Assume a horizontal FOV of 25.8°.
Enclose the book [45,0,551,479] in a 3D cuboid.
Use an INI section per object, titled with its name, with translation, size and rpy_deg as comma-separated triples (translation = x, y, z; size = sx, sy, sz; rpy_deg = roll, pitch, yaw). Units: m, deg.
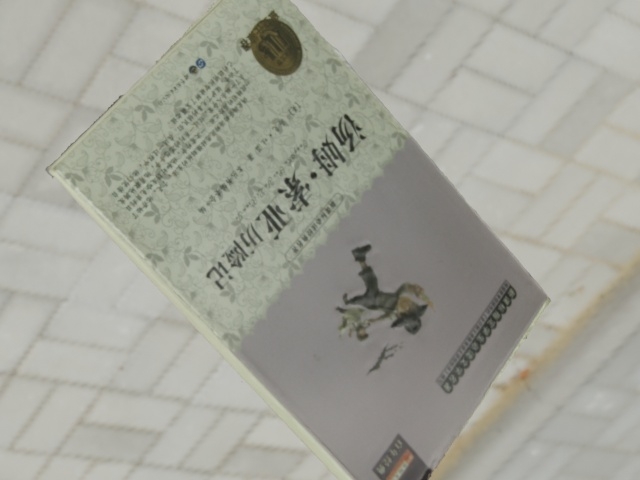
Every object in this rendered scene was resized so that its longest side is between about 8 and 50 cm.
[book]
translation = 0.000, 0.000, 0.520
size = 0.181, 0.127, 0.014
rpy_deg = 48, 146, -12
